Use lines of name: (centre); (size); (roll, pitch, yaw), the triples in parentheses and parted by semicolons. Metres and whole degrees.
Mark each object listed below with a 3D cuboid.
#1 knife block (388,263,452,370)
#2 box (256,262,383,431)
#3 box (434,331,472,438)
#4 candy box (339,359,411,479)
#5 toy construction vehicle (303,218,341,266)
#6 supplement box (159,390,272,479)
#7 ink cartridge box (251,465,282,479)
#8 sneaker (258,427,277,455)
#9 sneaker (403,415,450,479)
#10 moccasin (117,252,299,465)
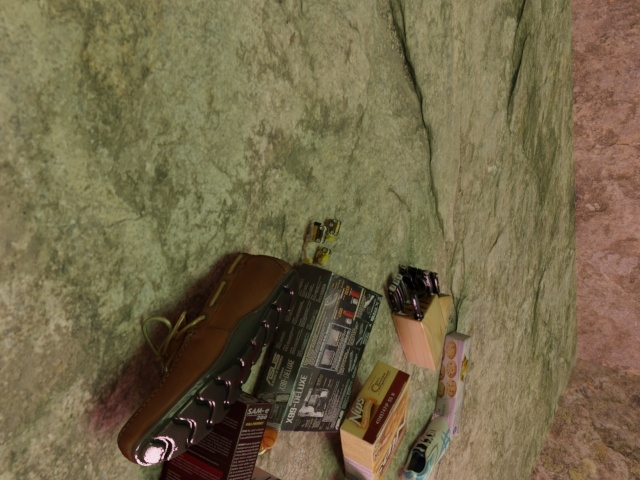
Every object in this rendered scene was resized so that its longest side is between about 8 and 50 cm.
knife block: (0.235, 0.199, 1.642); (0.242, 0.088, 0.276); (0, 101, -56)
box: (0.001, 0.221, 1.293); (0.242, 0.076, 0.307); (27, 80, -58)
box: (0.402, 0.441, 1.999); (0.063, 0.067, 0.324); (-11, 111, -54)
candy box: (0.128, 0.433, 1.501); (0.183, 0.087, 0.316); (-54, 155, -30)
toy construction vehicle: (0.000, 0.000, 1.274); (0.086, 0.035, 0.098); (13, 93, -68)
supplement box: (-0.176, 0.354, 1.041); (0.073, 0.130, 0.239); (20, 85, -57)
ink cartridge box: (-0.099, 0.495, 1.150); (0.082, 0.190, 0.139); (-7, 106, -54)
sneaker: (-0.132, 0.349, 1.168); (0.175, 0.064, 0.067); (4, 91, -59)
sneaker: (0.313, 0.607, 1.911); (0.237, 0.085, 0.086); (-53, 133, -36)
moccasin: (-0.176, 0.158, 0.981); (0.380, 0.147, 0.139); (-59, 157, -32)
